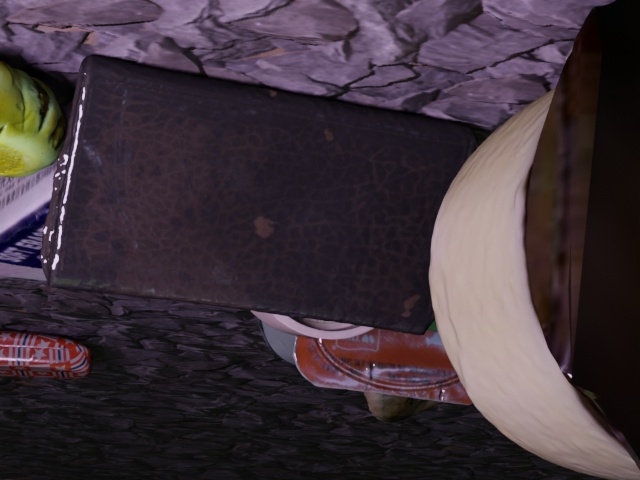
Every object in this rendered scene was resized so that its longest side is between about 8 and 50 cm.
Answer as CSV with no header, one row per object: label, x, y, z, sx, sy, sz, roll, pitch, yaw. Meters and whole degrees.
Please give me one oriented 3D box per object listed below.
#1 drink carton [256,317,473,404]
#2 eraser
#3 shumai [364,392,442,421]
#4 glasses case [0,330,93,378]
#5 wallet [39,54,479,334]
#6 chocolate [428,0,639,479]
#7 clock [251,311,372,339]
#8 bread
drink carton,0.047,0.044,1.547,0.186,0.191,0.189,7,173,-15
eraser,-0.204,-0.031,1.453,0.130,0.086,0.287,9,162,-27
shumai,0.096,0.079,1.770,0.120,0.201,0.201,41,-174,32
glasses case,-0.371,0.134,2.113,0.195,0.049,0.073,3,163,-3
wallet,-0.042,-0.029,1.319,0.321,0.170,0.044,8,-174,-24
chocolate,0.215,0.024,1.208,0.326,0.314,0.297,11,165,-32
clock,0.000,0.000,1.397,0.229,0.155,0.063,-12,-177,-22
bread,-0.250,-0.092,1.271,0.139,0.071,0.130,14,157,-31
